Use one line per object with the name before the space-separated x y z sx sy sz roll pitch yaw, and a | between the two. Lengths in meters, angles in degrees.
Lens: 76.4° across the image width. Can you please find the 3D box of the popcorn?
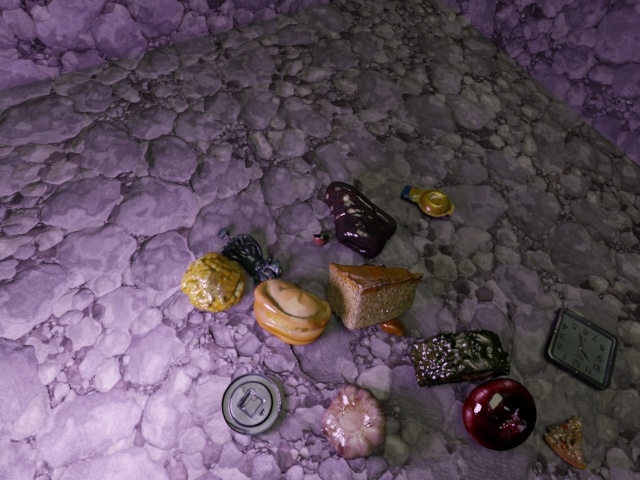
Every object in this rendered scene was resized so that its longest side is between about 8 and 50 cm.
popcorn | -0.424 0.176 1.619 0.249 0.225 0.249 13 57 -21

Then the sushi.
sushi | 0.531 0.444 1.548 0.352 0.294 0.178 -2 64 -13

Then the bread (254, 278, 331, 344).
bread | -0.117 0.284 1.572 0.315 0.270 0.211 23 74 -2

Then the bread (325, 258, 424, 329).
bread | 0.203 0.194 1.672 0.315 0.248 0.279 -12 29 -37

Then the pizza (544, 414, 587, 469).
pizza | 0.975 0.757 1.572 0.185 0.052 0.195 39 63 10

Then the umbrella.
umbrella | -0.320 0.061 1.758 0.349 0.094 0.143 42 59 18

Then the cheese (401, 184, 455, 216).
cheese | 0.542 -0.205 2.043 0.270 0.069 0.177 25 60 10

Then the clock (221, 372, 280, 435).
clock | -0.254 0.600 1.491 0.215 0.042 0.215 4 60 -6

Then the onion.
onion | 0.666 0.640 1.471 0.273 0.285 0.273 0 90 -9

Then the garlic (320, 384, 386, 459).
garlic | 0.124 0.650 1.459 0.245 0.160 0.245 -6 62 12

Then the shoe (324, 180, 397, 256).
shoe | 0.145 -0.090 1.862 0.384 0.171 0.237 38 58 5

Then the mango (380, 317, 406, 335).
mango | 0.304 0.358 1.696 0.114 0.060 0.080 29 45 11

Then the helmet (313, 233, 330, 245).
helmet | 0.001 0.001 1.861 0.084 0.049 0.065 -1 23 -38

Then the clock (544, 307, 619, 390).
clock | 1.129 0.463 1.759 0.273 0.049 0.279 31 61 11
